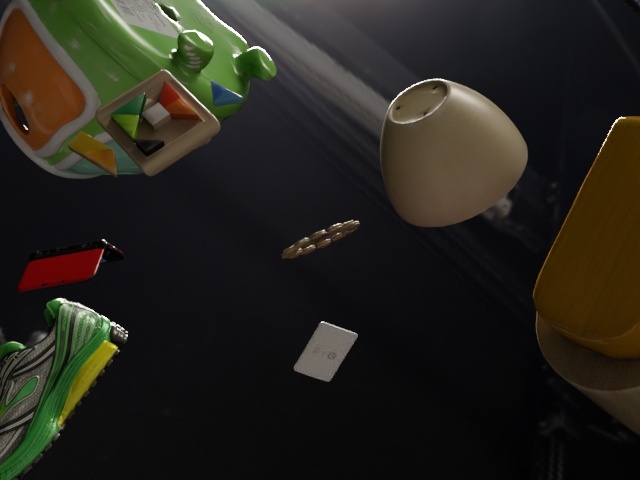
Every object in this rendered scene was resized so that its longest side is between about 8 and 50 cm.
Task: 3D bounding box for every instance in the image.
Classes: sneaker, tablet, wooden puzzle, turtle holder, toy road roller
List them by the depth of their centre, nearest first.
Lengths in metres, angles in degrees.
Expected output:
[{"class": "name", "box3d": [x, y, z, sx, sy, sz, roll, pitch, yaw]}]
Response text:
[{"class": "toy road roller", "box3d": [0.318, -0.006, 0.557, 0.202, 0.240, 0.330, 34, -96, -40]}, {"class": "wooden puzzle", "box3d": [-0.121, -0.088, 0.646, 0.078, 0.014, 0.116, 39, -111, 21]}, {"class": "turtle holder", "box3d": [-0.206, -0.191, 0.944, 0.243, 0.227, 0.320, 43, -159, -12]}, {"class": "tablet", "box3d": [0.006, 0.144, 1.130, 0.054, 0.083, 0.006, 21, -153, -17]}, {"class": "sneaker", "box3d": [-0.441, 0.240, 1.303, 0.146, 0.134, 0.343, 37, -115, -9]}]

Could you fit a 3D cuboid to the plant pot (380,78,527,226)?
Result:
[{"class": "plant pot", "box3d": [0.225, -0.193, 1.676, 0.191, 0.284, 0.284, 55, -141, -33]}]

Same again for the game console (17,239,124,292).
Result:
[{"class": "game console", "box3d": [-0.424, 0.055, 1.509, 0.124, 0.144, 0.085, 51, -148, -67]}]

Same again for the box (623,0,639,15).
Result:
[{"class": "box", "box3d": [0.396, -0.251, 0.840, 0.077, 0.147, 0.180, -31, -108, -38]}]

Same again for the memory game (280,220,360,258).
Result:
[{"class": "memory game", "box3d": [0.000, 0.000, 1.895, 0.186, 0.186, 0.012, -16, -102, -44]}]
